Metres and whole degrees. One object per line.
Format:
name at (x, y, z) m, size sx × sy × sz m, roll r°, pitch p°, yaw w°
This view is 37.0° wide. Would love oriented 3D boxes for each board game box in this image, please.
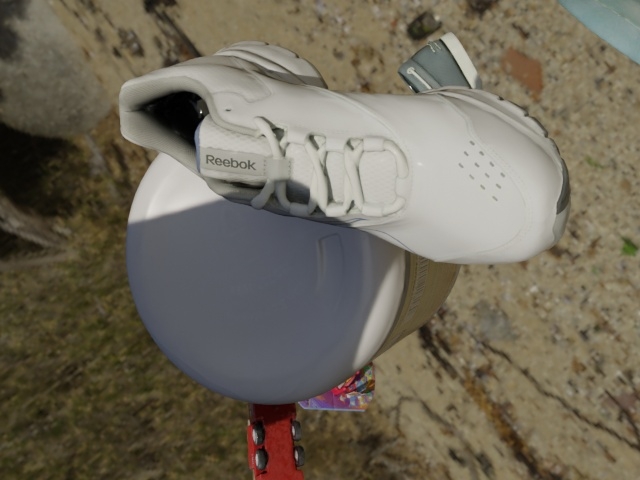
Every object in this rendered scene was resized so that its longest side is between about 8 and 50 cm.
board game box at (0.024, 0.197, 1.499) m, size 0.033 × 0.169 × 0.133 m, roll -37°, pitch 52°, yaw 50°

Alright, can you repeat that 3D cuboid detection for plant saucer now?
plant saucer at (0.328, -0.231, 1.013) m, size 0.195 × 0.037 × 0.195 m, roll 34°, pitch -169°, yaw -8°

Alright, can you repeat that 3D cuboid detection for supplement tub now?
supplement tub at (0.000, 0.000, 0.846) m, size 0.228 × 0.228 × 0.316 m, roll 50°, pitch -161°, yaw 9°

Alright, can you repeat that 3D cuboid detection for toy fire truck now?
toy fire truck at (-0.055, 0.209, 0.972) m, size 0.135 × 0.047 × 0.192 m, roll 129°, pitch 136°, yaw -66°

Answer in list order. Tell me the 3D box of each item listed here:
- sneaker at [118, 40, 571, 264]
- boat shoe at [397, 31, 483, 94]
sneaker at (0.002, -0.045, 0.572) m, size 0.297 × 0.129 × 0.111 m, roll 18°, pitch 114°, yaw 34°
boat shoe at (0.203, -0.134, 1.313) m, size 0.116 × 0.099 × 0.319 m, roll 52°, pitch -165°, yaw -70°
